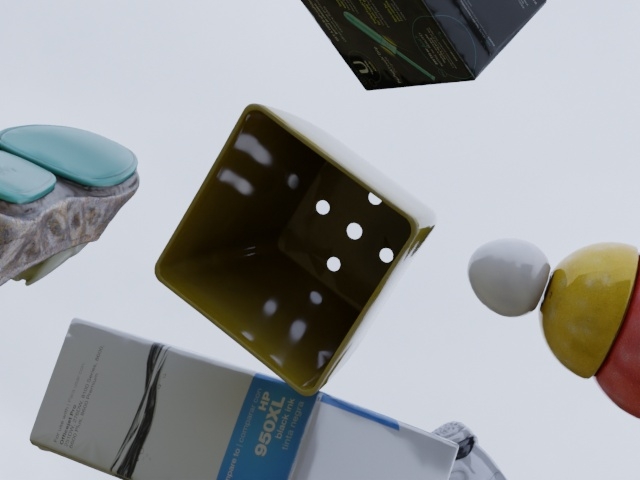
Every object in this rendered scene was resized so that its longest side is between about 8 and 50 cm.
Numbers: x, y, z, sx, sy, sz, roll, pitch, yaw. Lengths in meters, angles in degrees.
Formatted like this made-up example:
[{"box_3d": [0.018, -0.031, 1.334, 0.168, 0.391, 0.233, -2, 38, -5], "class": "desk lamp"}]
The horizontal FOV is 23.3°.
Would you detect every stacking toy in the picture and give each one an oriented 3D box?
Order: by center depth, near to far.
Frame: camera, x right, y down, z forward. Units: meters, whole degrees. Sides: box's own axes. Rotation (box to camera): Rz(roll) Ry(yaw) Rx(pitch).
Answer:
[{"box_3d": [0.444, 0.112, 2.284, 0.480, 0.350, 0.350, 21, -31, 4], "class": "stacking toy"}]

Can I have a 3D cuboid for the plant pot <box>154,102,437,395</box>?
[{"box_3d": [0.000, 0.000, 1.580, 0.212, 0.187, 0.212, 37, -70, 17], "class": "plant pot"}]

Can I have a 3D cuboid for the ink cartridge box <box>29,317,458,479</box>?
[{"box_3d": [-0.091, 0.232, 1.779, 0.395, 0.166, 0.285, 12, -9, 39], "class": "ink cartridge box"}]

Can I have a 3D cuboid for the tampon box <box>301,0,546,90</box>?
[{"box_3d": [0.079, -0.203, 1.279, 0.120, 0.101, 0.161, 53, -24, -22], "class": "tampon box"}]

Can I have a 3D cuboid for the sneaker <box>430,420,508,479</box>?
[{"box_3d": [0.142, 0.439, 2.135, 0.210, 0.366, 0.137, 37, -11, 28], "class": "sneaker"}]

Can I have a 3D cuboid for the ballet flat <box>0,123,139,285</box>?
[{"box_3d": [-0.217, -0.018, 1.095, 0.108, 0.106, 0.316, 27, 12, 8], "class": "ballet flat"}]
